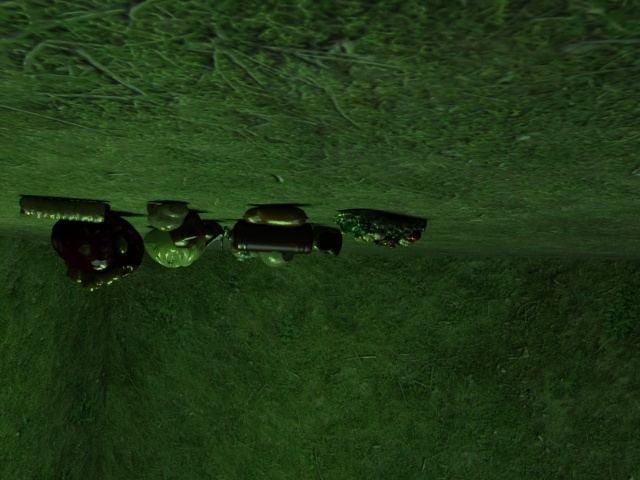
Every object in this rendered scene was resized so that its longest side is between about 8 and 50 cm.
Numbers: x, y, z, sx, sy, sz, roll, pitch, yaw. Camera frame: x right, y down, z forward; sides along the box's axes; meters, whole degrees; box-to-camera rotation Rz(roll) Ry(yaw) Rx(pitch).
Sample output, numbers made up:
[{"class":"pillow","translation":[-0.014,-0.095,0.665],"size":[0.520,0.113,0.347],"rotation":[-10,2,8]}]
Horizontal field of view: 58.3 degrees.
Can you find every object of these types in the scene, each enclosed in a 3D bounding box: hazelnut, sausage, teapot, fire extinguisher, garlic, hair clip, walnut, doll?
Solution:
[{"class":"hazelnut","translation":[-0.365,-0.028,1.918],"size":[0.087,0.086,0.086],"rotation":[2,176,0]},{"class":"sausage","translation":[-0.113,-0.063,1.469],"size":[0.183,0.054,0.062],"rotation":[2,144,23]},{"class":"teapot","translation":[-0.383,-0.039,1.673],"size":[0.116,0.116,0.173],"rotation":[3,-158,-16]},{"class":"fire extinguisher","translation":[-0.204,0.000,1.896],"size":[0.344,0.102,0.138],"rotation":[2,139,-14]},{"class":"garlic","translation":[-0.395,-0.062,1.492],"size":[0.113,0.074,0.094],"rotation":[-19,154,34]},{"class":"hair clip","translation":[0.176,-0.024,1.605],"size":[0.322,0.091,0.138],"rotation":[4,173,-44]},{"class":"walnut","translation":[-0.708,0.035,1.807],"size":[0.269,0.243,0.222],"rotation":[5,178,30]},{"class":"doll","translation":[-0.236,0.027,2.239],"size":[0.287,0.150,0.151],"rotation":[4,178,34]}]

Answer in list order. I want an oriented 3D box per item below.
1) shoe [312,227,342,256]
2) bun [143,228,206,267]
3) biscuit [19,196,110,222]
[{"class":"shoe","translation":[0.000,0.000,2.066],"size":[0.112,0.099,0.227],"rotation":[9,177,24]},{"class":"bun","translation":[-0.573,0.029,2.265],"size":[0.260,0.159,0.259],"rotation":[5,178,0]},{"class":"biscuit","translation":[-0.663,-0.079,1.490],"size":[0.219,0.061,0.055],"rotation":[5,-140,-15]}]
